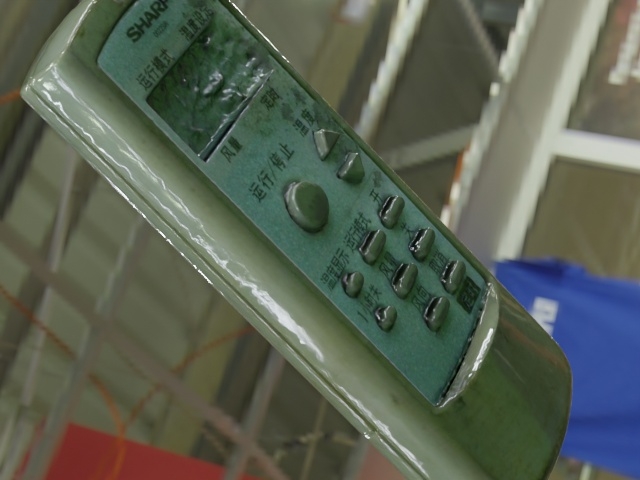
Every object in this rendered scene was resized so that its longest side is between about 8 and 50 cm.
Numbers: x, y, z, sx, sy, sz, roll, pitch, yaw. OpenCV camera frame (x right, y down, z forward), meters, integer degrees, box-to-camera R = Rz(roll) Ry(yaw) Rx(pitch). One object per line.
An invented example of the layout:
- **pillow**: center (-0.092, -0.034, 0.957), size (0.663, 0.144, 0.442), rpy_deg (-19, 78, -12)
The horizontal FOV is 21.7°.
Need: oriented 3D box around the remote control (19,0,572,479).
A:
- **remote control**: center (0.000, 0.000, 0.586), size (0.233, 0.038, 0.098), rpy_deg (45, -144, -11)
